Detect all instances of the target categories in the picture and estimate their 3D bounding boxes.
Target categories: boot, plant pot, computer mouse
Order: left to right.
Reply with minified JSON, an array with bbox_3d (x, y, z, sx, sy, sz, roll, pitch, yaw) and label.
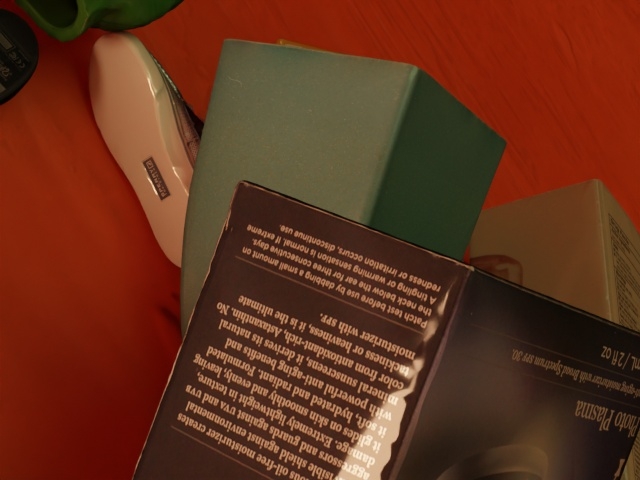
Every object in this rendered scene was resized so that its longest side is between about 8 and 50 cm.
[{"bbox_3d":[-0.283,-0.091,1.043,0.071,0.041,0.242,50,49,3],"label":"computer mouse"},{"bbox_3d":[-0.108,-0.074,1.180,0.086,0.069,0.190,-23,93,-53],"label":"boot"},{"bbox_3d":[0.000,0.000,1.118,0.165,0.165,0.234,30,76,-57],"label":"plant pot"}]

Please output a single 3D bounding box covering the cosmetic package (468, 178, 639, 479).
[{"bbox_3d":[0.211,0.120,1.292,0.153,0.129,0.296,44,39,-48],"label":"cosmetic package"}]

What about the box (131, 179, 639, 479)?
[{"bbox_3d":[0.045,0.153,0.961,0.296,0.182,0.294,19,92,-54],"label":"box"}]

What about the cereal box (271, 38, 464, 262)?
[{"bbox_3d":[0.037,-0.043,1.307,0.173,0.047,0.240,7,63,-42],"label":"cereal box"}]

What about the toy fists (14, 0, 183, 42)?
[{"bbox_3d":[-0.208,-0.266,1.146,0.279,0.096,0.142,47,52,10],"label":"toy fists"}]
